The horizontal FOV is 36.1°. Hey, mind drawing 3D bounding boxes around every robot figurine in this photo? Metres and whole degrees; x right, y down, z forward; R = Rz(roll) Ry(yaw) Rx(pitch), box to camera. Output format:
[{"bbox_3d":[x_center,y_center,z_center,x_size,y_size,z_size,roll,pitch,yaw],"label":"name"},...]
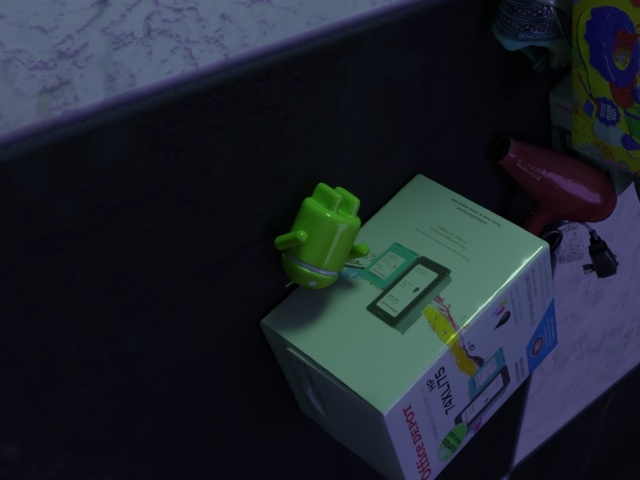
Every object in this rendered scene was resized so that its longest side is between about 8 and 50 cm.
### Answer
[{"bbox_3d":[0.000,0.000,1.031,0.101,0.067,0.115,11,108,-42],"label":"robot figurine"}]

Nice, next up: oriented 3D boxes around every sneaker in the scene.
[{"bbox_3d":[0.295,-0.263,1.180,0.283,0.110,0.122,4,130,-48],"label":"sneaker"}]

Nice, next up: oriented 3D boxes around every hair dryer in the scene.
[{"bbox_3d":[0.294,-0.017,1.318,0.223,0.080,0.294,-23,123,-4],"label":"hair dryer"}]

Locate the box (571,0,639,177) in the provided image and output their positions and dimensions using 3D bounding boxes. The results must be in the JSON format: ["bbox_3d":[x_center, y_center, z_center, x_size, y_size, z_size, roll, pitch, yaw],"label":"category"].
[{"bbox_3d":[0.429,-0.254,1.076,0.279,0.177,0.290,-38,138,-26],"label":"box"}]

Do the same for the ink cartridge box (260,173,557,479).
[{"bbox_3d":[0.109,0.108,1.127,0.270,0.197,0.198,-43,141,-19],"label":"ink cartridge box"}]

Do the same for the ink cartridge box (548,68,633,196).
[{"bbox_3d":[0.371,-0.145,1.325,0.063,0.109,0.150,-43,142,-18],"label":"ink cartridge box"}]

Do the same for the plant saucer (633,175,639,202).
[{"bbox_3d":[0.456,-0.135,1.299,0.195,0.037,0.195,-44,149,-35],"label":"plant saucer"}]
